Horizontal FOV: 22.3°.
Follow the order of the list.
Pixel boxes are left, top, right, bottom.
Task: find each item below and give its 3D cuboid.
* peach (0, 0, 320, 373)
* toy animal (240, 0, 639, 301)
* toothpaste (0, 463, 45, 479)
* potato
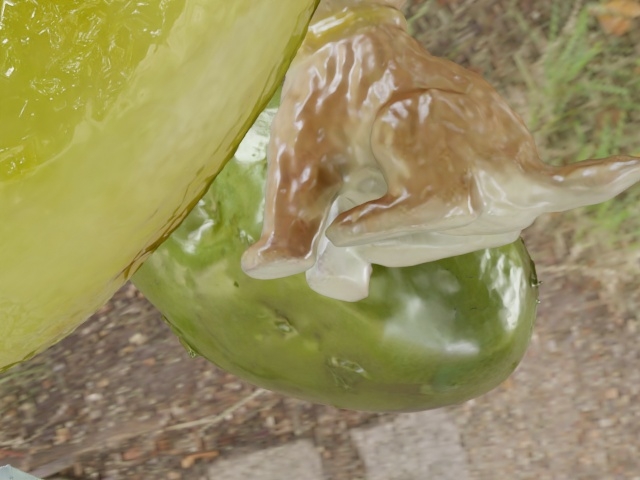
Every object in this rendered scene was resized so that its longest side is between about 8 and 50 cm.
[{"bbox_3d":[-0.136,-0.120,0.474,0.281,0.314,0.315,35,100,-18],"label":"peach"},{"bbox_3d":[0.046,-0.084,0.735,0.104,0.184,0.185,29,50,-59],"label":"toy animal"},{"bbox_3d":[-0.229,0.272,1.446,0.067,0.336,0.081,-20,70,6],"label":"toothpaste"},{"bbox_3d":[0.000,0.000,0.886,0.253,0.186,0.148,25,40,11],"label":"potato"}]
